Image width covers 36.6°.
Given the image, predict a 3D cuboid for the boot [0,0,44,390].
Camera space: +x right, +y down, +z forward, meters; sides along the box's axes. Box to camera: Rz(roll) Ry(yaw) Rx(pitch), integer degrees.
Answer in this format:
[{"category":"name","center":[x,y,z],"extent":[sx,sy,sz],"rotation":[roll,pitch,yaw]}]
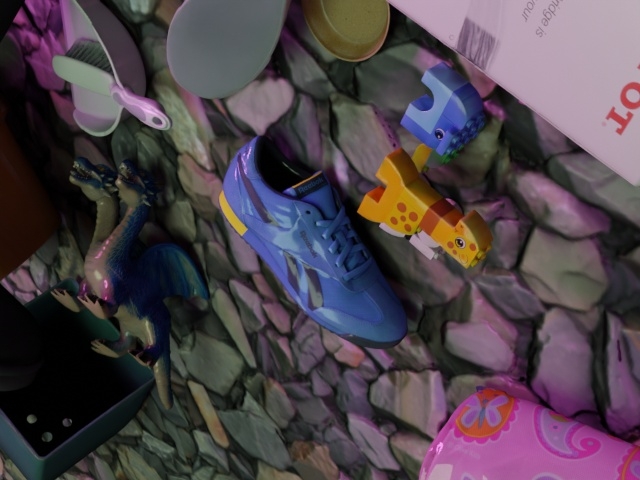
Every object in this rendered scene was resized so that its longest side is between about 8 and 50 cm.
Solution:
[{"category":"boot","center":[-0.342,-0.123,0.893],"extent":[0.367,0.445,0.146],"rotation":[27,-175,-15]}]

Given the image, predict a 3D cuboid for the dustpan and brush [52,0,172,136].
[{"category":"dustpan and brush","center":[-0.194,-0.148,0.901],"extent":[0.211,0.060,0.147],"rotation":[25,130,32]}]

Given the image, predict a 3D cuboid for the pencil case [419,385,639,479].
[{"category":"pencil case","center":[0.210,0.206,0.694],"extent":[0.284,0.124,0.124],"rotation":[19,127,37]}]

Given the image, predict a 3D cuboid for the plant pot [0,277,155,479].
[{"category":"plant pot","center":[-0.331,0.201,1.187],"extent":[0.165,0.165,0.234],"rotation":[45,145,13]}]

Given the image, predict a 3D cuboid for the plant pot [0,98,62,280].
[{"category":"plant pot","center":[-0.398,-0.051,1.077],"extent":[0.205,0.205,0.188],"rotation":[-18,117,48]}]

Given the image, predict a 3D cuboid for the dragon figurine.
[{"category":"dragon figurine","center":[-0.175,0.049,0.989],"extent":[0.085,0.144,0.289],"rotation":[5,137,41]}]

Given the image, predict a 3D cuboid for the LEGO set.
[{"category":"LEGO set","center":[0.098,-0.044,0.663],"extent":[0.093,0.087,0.227],"rotation":[43,139,16]}]

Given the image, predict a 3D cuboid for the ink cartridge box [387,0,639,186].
[{"category":"ink cartridge box","center":[0.129,-0.198,0.509],"extent":[0.283,0.117,0.207],"rotation":[41,137,18]}]

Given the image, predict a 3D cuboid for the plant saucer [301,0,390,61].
[{"category":"plant saucer","center":[0.021,-0.173,0.709],"extent":[0.083,0.015,0.083],"rotation":[24,130,33]}]

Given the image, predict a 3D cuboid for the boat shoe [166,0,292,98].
[{"category":"boat shoe","center":[-0.049,-0.205,0.715],"extent":[0.080,0.076,0.228],"rotation":[24,134,-4]}]

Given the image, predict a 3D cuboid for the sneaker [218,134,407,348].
[{"category":"sneaker","center":[0.000,0.000,0.802],"extent":[0.209,0.069,0.082],"rotation":[46,135,12]}]
